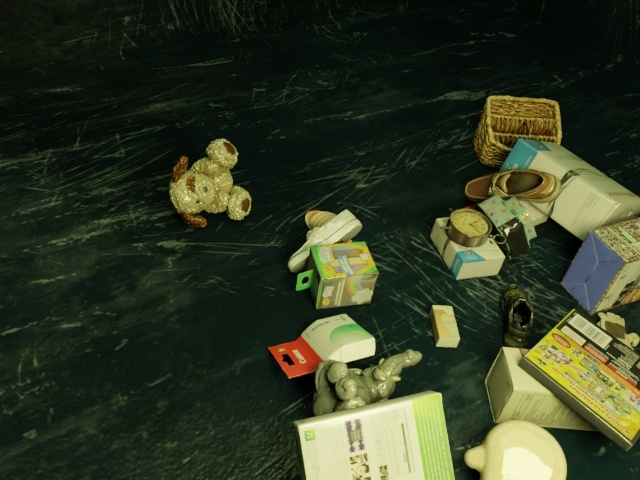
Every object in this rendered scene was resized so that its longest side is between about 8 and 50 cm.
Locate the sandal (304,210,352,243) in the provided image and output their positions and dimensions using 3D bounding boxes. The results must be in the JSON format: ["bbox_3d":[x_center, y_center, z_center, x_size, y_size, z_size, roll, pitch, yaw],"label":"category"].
[{"bbox_3d":[0.049,-0.029,1.767,0.101,0.076,0.265,-19,49,-27],"label":"sandal"}]

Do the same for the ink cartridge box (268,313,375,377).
[{"bbox_3d":[-0.002,0.256,1.414,0.224,0.056,0.181,-9,16,-20],"label":"ink cartridge box"}]

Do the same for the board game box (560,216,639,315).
[{"bbox_3d":[0.909,0.067,1.688,0.290,0.232,0.141,-12,46,-22],"label":"board game box"}]

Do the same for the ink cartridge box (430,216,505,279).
[{"bbox_3d":[0.456,0.017,1.776,0.148,0.086,0.203,-7,45,-16],"label":"ink cartridge box"}]

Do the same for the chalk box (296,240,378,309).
[{"bbox_3d":[0.034,0.098,1.587,0.212,0.133,0.132,-4,44,-15],"label":"chalk box"}]

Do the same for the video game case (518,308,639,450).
[{"bbox_3d":[0.640,0.307,1.310,0.248,0.035,0.274,-28,55,-34],"label":"video game case"}]

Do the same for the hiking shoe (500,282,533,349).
[{"bbox_3d":[0.561,0.190,1.584,0.086,0.114,0.227,12,42,3],"label":"hiking shoe"}]

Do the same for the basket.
[{"bbox_3d":[0.770,-0.407,2.187,0.298,0.223,0.214,5,42,-5],"label":"basket"}]

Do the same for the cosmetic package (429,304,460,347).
[{"bbox_3d":[0.339,0.234,1.555,0.060,0.041,0.115,3,43,-7],"label":"cosmetic package"}]

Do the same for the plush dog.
[{"bbox_3d":[-0.373,-0.167,1.774,0.210,0.263,0.225,-1,19,42],"label":"plush dog"}]

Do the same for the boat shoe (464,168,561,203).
[{"bbox_3d":[0.617,-0.186,1.874,0.324,0.123,0.116,-3,-15,44],"label":"boat shoe"}]

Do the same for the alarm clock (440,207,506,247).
[{"bbox_3d":[0.465,-0.029,1.715,0.191,0.064,0.129,20,44,17],"label":"alarm clock"}]

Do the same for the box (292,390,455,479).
[{"bbox_3d":[0.116,0.458,1.170,0.321,0.058,0.233,-7,86,-15],"label":"box"}]

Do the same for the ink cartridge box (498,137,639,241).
[{"bbox_3d":[0.852,-0.174,1.935,0.285,0.166,0.395,-4,40,-42],"label":"ink cartridge box"}]

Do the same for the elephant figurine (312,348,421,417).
[{"bbox_3d":[0.107,0.352,1.320,0.239,0.185,0.170,5,73,-42],"label":"elephant figurine"}]

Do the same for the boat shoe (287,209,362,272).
[{"bbox_3d":[0.000,0.000,1.682,0.258,0.095,0.084,-32,68,-18],"label":"boat shoe"}]

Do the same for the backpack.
[{"bbox_3d":[0.590,-0.060,1.816,0.144,0.166,0.188,-38,42,2],"label":"backpack"}]

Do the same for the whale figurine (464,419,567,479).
[{"bbox_3d":[0.404,0.523,1.213,0.216,0.141,0.272,27,70,20],"label":"whale figurine"}]

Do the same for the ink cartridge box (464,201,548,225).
[{"bbox_3d":[0.652,-0.109,1.970,0.232,0.066,0.189,-16,48,-30],"label":"ink cartridge box"}]

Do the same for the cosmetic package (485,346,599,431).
[{"bbox_3d":[0.573,0.362,1.376,0.295,0.153,0.129,6,41,-5],"label":"cosmetic package"}]

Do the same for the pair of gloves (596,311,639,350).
[{"bbox_3d":[0.891,0.295,1.579,0.239,0.042,0.204,11,39,0],"label":"pair of gloves"}]
